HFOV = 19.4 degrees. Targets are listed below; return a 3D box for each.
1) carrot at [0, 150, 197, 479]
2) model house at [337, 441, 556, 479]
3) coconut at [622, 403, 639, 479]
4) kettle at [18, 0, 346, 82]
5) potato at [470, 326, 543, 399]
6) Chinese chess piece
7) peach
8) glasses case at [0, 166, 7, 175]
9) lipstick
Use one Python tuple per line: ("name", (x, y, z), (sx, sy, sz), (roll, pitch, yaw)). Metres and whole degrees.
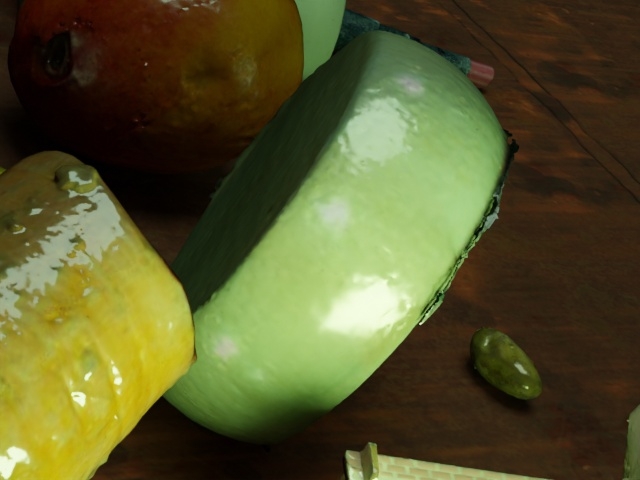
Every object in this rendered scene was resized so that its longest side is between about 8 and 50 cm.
("carrot", (-0.247, 0.105, 1.198), (0.224, 0.224, 0.341), (36, 55, 23))
("model house", (0.144, 0.294, 1.297), (0.326, 0.169, 0.244), (10, 38, -18))
("coconut", (0.345, 0.206, 1.533), (0.224, 0.224, 0.234), (13, 31, -17))
("kettle", (-0.138, -0.284, 1.998), (0.318, 0.205, 0.265), (9, 3, -23))
("potato", (0.167, 0.114, 1.727), (0.046, 0.045, 0.092), (-31, 52, -12))
("Chinese chess piece", (0.000, 0.000, 1.489), (0.146, 0.349, 0.349), (37, 26, -11))
("peach", (-0.156, -0.176, 1.798), (0.281, 0.238, 0.281), (15, 41, -14))
("glasses case", (-0.329, 0.015, 1.436), (0.371, 0.141, 0.173), (21, 51, -6))
("lipstick", (0.104, -0.234, 2.275), (0.234, 0.053, 0.053), (14, 29, -17))
